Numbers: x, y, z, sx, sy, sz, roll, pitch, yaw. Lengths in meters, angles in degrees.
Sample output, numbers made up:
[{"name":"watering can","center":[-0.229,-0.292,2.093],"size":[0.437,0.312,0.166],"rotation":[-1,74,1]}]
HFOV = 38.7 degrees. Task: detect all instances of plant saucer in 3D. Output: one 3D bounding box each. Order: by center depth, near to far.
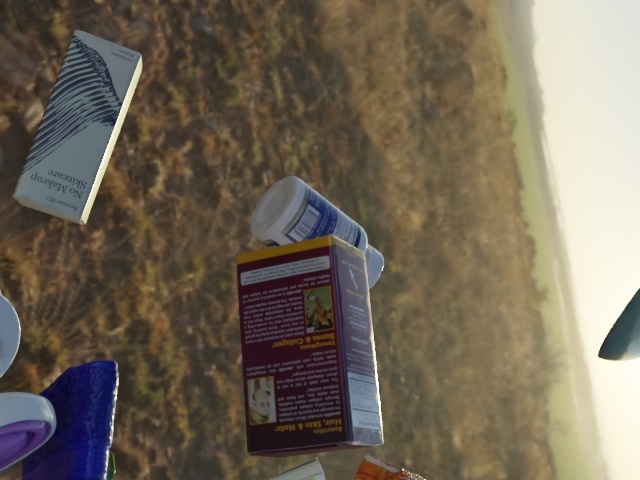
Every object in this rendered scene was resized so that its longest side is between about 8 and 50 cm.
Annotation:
[{"name":"plant saucer","center":[0.466,0.037,1.142],"size":[0.043,0.317,0.317],"rotation":[40,0,24]}]

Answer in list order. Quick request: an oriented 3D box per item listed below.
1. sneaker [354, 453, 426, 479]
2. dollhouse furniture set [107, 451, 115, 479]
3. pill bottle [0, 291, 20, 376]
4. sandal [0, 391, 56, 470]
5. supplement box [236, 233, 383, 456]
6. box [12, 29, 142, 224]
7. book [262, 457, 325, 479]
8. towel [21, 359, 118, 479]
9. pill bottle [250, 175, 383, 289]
[{"name":"sneaker","center":[0.116,0.382,1.402],"size":[0.064,0.175,0.067],"rotation":[30,76,-25]},{"name":"dollhouse furniture set","center":[-0.315,0.357,1.213],"size":[0.152,0.076,0.058],"rotation":[-65,-164,6]},{"name":"pill bottle","center":[-0.610,0.091,1.375],"size":[0.210,0.363,0.210],"rotation":[-20,120,-38]},{"name":"sandal","center":[-0.465,0.308,0.997],"size":[0.102,0.416,0.169],"rotation":[59,12,27]},{"name":"supplement box","center":[-0.011,0.100,0.845],"size":[0.081,0.104,0.188],"rotation":[26,55,-61]},{"name":"box","center":[-0.370,-0.171,1.403],"size":[0.094,0.113,0.275],"rotation":[161,-54,-78]},{"name":"book","center":[-0.061,0.459,1.652],"size":[0.035,0.144,0.096],"rotation":[-119,-165,-45]},{"name":"towel","center":[-0.326,0.318,1.118],"size":[0.076,0.227,0.308],"rotation":[15,55,-27]},{"name":"pill bottle","center":[0.000,0.000,1.175],"size":[0.169,0.094,0.094],"rotation":[37,36,-27]}]
